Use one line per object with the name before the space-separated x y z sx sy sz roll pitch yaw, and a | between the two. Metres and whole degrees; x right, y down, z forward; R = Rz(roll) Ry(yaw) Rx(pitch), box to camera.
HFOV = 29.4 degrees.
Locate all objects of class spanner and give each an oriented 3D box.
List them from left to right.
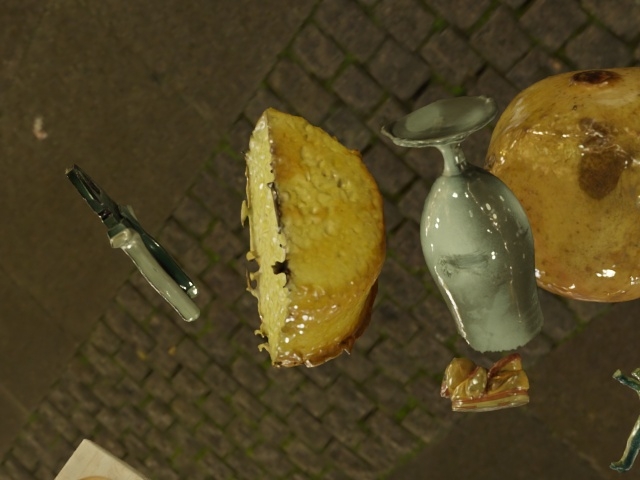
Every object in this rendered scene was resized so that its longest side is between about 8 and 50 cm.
spanner | -0.289 0.001 1.900 0.040 0.095 0.325 -31 123 12

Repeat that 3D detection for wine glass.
wine glass | 0.133 -0.011 1.073 0.103 0.103 0.222 -1 119 37

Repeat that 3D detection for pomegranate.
pomegranate | 0.322 -0.067 1.374 0.281 0.281 0.281 19 132 23

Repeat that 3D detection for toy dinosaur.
toy dinosaur | 0.598 0.246 2.049 0.363 0.076 0.147 -40 92 21

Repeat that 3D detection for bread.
bread | -0.001 -0.002 1.271 0.147 0.260 0.160 2 142 -14

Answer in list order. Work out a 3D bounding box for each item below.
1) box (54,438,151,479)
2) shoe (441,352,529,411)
box | -0.218 0.308 1.148 0.135 0.199 0.081 28 162 26
shoe | 0.203 0.173 1.482 0.109 0.072 0.069 -14 73 52
